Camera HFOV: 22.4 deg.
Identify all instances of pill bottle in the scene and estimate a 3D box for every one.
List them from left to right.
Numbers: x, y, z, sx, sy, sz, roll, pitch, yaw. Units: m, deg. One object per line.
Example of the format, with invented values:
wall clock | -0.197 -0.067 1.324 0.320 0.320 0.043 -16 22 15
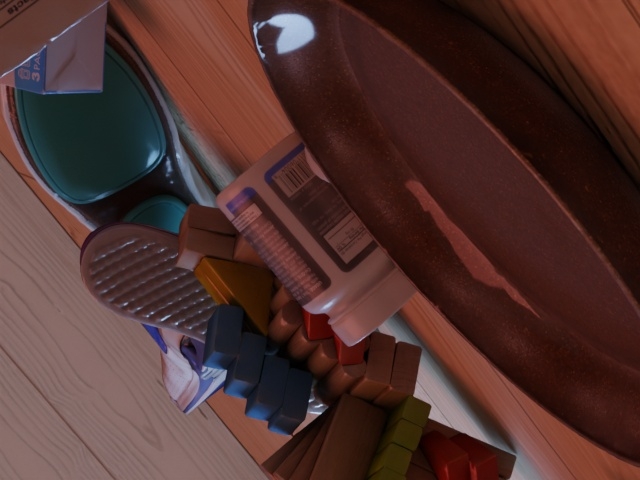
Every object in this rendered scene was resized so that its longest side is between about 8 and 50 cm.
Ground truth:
pill bottle | 0.000 0.000 1.096 0.137 0.078 0.078 50 169 -2

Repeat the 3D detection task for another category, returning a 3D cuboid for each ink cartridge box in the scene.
ink cartridge box | -0.246 -0.179 1.264 0.181 0.061 0.104 16 107 42

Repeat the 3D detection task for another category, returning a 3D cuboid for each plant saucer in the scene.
plant saucer | 0.083 -0.016 0.794 0.310 0.050 0.310 48 169 13

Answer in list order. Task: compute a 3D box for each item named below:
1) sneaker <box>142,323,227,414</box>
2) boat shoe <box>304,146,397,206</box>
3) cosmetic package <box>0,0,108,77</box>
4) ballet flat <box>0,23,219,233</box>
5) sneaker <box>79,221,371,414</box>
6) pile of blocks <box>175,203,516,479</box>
sneaker | -0.159 0.086 1.954 0.182 0.127 0.315 51 163 10
boat shoe | 0.025 -0.047 0.977 0.100 0.035 0.035 44 141 43
cosmetic package | -0.280 -0.252 1.065 0.296 0.153 0.129 53 -168 -23
ballet flat | -0.179 -0.073 1.481 0.139 0.139 0.400 37 164 49
sneaker | -0.076 0.056 1.415 0.282 0.102 0.161 29 178 -9
pile of blocks | 0.008 0.109 1.255 0.362 0.149 0.112 46 153 5
